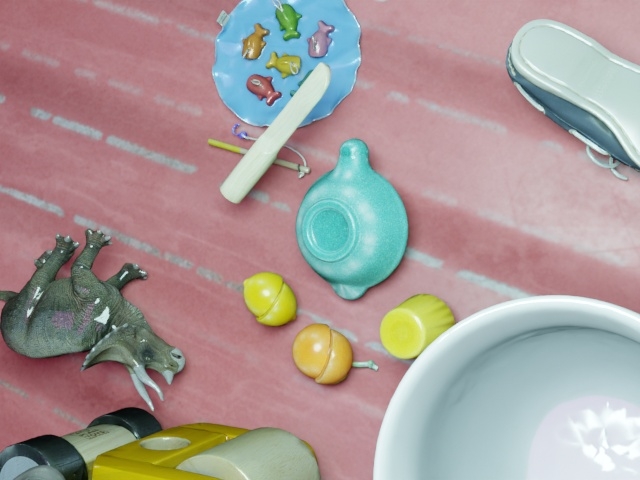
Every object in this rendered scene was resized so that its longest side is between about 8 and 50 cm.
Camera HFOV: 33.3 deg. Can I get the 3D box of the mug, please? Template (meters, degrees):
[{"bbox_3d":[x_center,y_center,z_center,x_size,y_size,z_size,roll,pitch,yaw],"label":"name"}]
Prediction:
[{"bbox_3d":[0.183,0.217,0.928,0.374,0.328,0.276,-24,74,17],"label":"mug"}]

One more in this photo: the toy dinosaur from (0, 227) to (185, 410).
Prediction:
[{"bbox_3d":[-0.304,0.079,1.244,0.314,0.121,0.160,7,59,21],"label":"toy dinosaur"}]

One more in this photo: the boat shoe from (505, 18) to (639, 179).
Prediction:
[{"bbox_3d":[0.294,-0.124,1.070,0.254,0.079,0.095,31,80,8],"label":"boat shoe"}]

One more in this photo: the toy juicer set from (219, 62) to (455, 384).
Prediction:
[{"bbox_3d":[0.000,0.000,1.172,0.209,0.089,0.329,-27,81,29],"label":"toy juicer set"}]

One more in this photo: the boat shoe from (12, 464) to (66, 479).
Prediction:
[{"bbox_3d":[-0.314,0.354,1.064,0.112,0.095,0.335,20,125,-15],"label":"boat shoe"}]

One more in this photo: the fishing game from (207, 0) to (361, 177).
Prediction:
[{"bbox_3d":[-0.044,-0.220,1.243,0.189,0.041,0.264,23,90,20],"label":"fishing game"}]

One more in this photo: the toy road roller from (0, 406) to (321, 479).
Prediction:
[{"bbox_3d":[-0.171,0.318,1.128,0.330,0.202,0.240,1,94,26],"label":"toy road roller"}]
